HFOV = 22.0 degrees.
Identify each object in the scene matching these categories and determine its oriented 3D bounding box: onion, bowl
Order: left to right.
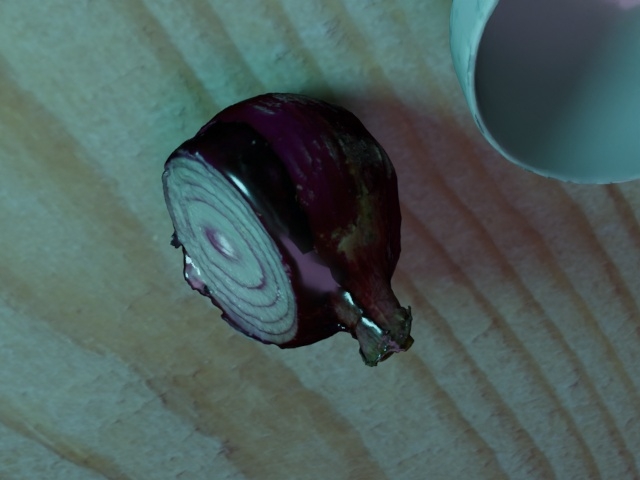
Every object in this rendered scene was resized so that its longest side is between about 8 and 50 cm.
[{"bbox_3d":[0.000,0.000,1.144,0.140,0.218,0.195,-31,143,-31],"label":"onion"},{"bbox_3d":[0.208,-0.182,1.065,0.287,0.144,0.287,-12,141,-10],"label":"bowl"}]
